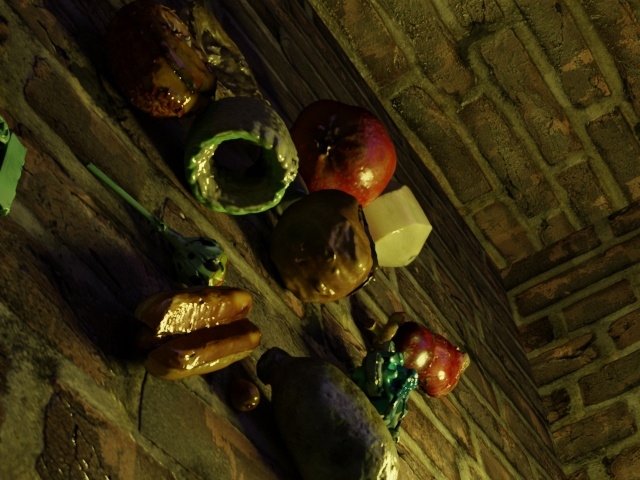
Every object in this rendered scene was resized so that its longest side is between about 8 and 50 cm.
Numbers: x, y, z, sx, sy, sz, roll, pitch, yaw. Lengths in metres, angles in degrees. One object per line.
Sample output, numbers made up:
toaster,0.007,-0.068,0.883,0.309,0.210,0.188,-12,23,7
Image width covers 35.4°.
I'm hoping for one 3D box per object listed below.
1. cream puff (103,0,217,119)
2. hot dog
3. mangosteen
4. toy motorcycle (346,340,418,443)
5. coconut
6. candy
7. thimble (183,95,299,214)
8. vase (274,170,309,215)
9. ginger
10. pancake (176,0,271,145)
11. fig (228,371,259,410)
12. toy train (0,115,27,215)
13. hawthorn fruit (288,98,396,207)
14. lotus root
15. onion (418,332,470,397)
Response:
cream puff,-0.298,-0.323,1.850,0.240,0.164,0.240,52,7,-8
hot dog,-0.188,0.138,1.551,0.337,0.100,0.135,-6,76,-71
mangosteen,0.184,0.258,2.412,0.156,0.181,0.146,-65,170,-49
toy motorcycle,0.133,0.324,2.133,0.260,0.154,0.206,-4,90,-76
coconut,0.181,-0.034,2.694,0.241,0.241,0.241,53,19,-27
candy,-0.270,-0.024,1.644,0.305,0.083,0.091,42,41,-27
thimble,-0.151,-0.163,1.918,0.219,0.219,0.150,52,17,-28
vase,-0.084,-0.151,2.340,0.086,0.086,0.214,46,18,-41
ginger,-0.004,0.001,2.113,0.223,0.200,0.269,38,33,-64
pancake,-0.211,-0.370,2.300,0.387,0.082,0.387,51,17,-22
fig,-0.131,0.244,1.647,0.050,0.050,0.083,45,6,-42
toy train,-0.426,-0.091,1.280,0.172,0.070,0.099,-96,162,-51
hawthorn fruit,0.061,-0.199,2.533,0.287,0.287,0.330,68,12,21
lotus root,0.016,0.326,1.725,0.350,0.175,0.175,56,18,-7
onion,0.317,0.321,2.639,0.184,0.147,0.184,-17,90,-82
